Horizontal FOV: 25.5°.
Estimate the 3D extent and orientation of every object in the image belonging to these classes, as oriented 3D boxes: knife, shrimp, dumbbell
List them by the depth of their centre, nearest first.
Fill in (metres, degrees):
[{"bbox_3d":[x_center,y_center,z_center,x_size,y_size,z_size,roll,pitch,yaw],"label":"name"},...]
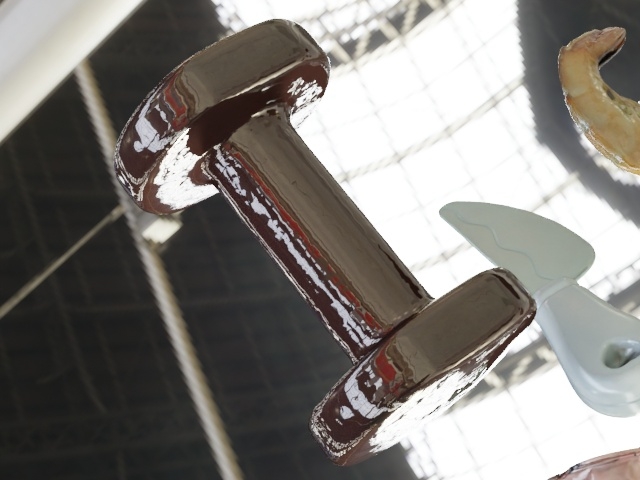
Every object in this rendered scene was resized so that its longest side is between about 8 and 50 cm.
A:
[{"bbox_3d":[0.000,0.000,0.765,0.140,0.124,0.225,-32,-105,-28],"label":"dumbbell"},{"bbox_3d":[0.183,-0.090,0.821,0.095,0.045,0.162,24,-138,7],"label":"shrimp"},{"bbox_3d":[0.175,0.027,1.071,0.044,0.080,0.331,62,179,-30],"label":"knife"}]

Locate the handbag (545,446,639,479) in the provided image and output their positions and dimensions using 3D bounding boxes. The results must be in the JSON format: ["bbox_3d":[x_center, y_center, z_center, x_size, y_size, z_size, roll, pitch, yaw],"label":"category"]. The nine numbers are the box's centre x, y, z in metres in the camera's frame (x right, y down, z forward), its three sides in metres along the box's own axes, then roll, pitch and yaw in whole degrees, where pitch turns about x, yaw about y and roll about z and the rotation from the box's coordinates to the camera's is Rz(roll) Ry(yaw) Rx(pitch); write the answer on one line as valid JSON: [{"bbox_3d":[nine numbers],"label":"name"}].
[{"bbox_3d":[0.289,0.273,1.331,0.179,0.205,0.116,-5,-114,-13],"label":"handbag"}]
